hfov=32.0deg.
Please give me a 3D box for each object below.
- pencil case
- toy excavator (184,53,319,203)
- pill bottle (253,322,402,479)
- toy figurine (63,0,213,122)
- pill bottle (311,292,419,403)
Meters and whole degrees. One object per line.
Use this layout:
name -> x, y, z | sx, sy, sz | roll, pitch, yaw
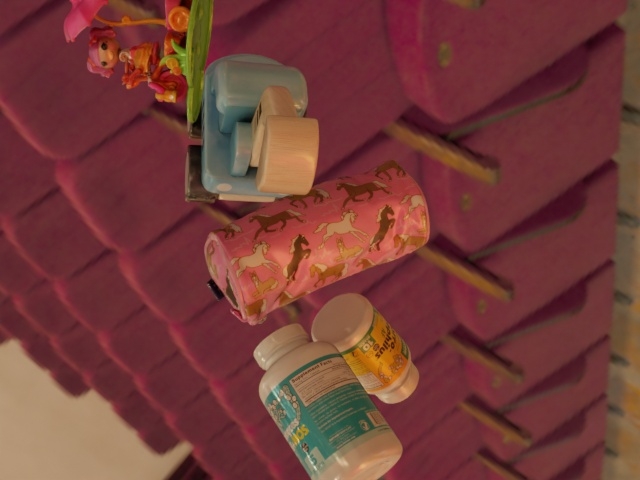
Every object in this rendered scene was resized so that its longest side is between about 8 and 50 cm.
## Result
pencil case -> 0.000, 0.000, 1.865 | 0.160, 0.386, 0.167 | 54, 156, 28
toy excavator -> -0.104, -0.195, 1.910 | 0.222, 0.433, 0.445 | 3, 150, -11
pill bottle -> 0.001, 0.260, 1.736 | 0.264, 0.146, 0.146 | 55, 169, 23
toy figurine -> -0.215, -0.229, 1.286 | 0.159, 0.130, 0.173 | 8, 118, 2
pill bottle -> 0.085, 0.193, 1.934 | 0.117, 0.117, 0.208 | 20, 157, 49
